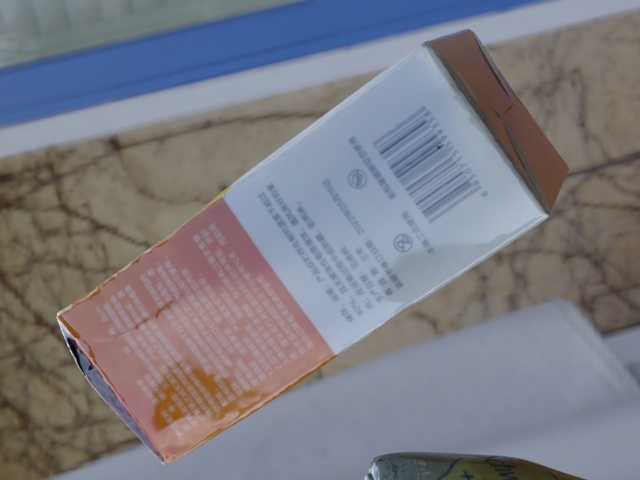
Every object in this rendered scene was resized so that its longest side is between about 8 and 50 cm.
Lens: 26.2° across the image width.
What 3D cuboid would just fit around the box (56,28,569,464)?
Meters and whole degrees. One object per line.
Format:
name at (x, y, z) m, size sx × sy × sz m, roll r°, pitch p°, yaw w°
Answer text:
box at (0.000, 0.000, 1.020) m, size 0.143 × 0.341 × 0.225 m, roll 56°, pitch -163°, yaw -1°

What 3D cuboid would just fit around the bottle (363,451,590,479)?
bottle at (0.170, 0.217, 1.126) m, size 0.083 × 0.269 × 0.083 m, roll -177°, pitch 90°, yaw -81°
